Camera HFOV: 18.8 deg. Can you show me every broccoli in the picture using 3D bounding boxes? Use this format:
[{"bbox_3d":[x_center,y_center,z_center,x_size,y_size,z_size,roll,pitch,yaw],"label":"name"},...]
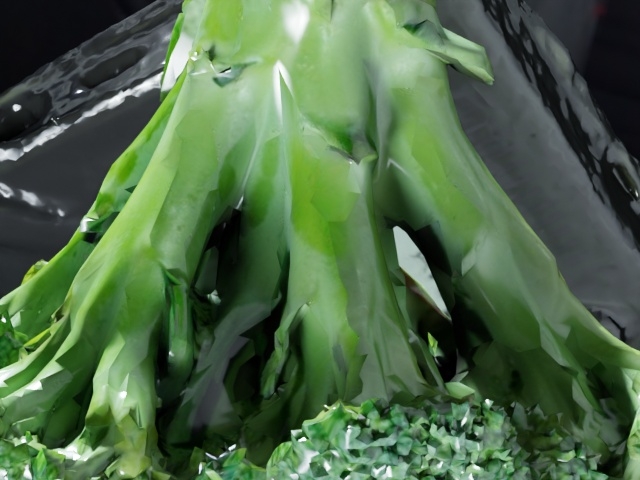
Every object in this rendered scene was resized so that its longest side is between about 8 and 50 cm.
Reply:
[{"bbox_3d":[0.002,0.016,0.608,0.254,0.269,0.269,-142,67,-80],"label":"broccoli"}]

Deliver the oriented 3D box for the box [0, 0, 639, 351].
[{"bbox_3d":[0.000,0.000,1.125,0.350,0.359,0.091,51,-155,-31],"label":"box"}]
